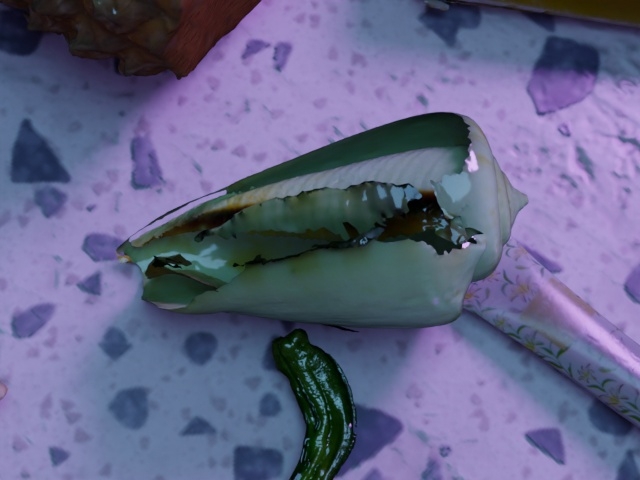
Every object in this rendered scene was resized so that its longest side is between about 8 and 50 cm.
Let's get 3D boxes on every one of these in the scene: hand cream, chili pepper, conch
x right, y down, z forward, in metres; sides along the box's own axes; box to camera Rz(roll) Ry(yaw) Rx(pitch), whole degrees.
[{"bbox_3d":[0.180,0.073,1.018,0.194,0.042,0.067,38,71,9],"label":"hand cream"},{"bbox_3d":[-0.004,0.115,0.981,0.055,0.035,0.118,-1,81,4],"label":"chili pepper"},{"bbox_3d":[0.008,-0.004,0.957,0.250,0.137,0.143,-7,41,-17],"label":"conch"}]

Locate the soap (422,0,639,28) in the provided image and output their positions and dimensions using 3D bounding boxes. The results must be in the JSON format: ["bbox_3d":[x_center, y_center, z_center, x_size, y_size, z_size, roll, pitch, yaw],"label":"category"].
[{"bbox_3d":[0.209,-0.243,1.104,0.274,0.089,0.174,7,70,-8],"label":"soap"}]

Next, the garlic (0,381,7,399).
[{"bbox_3d":[-0.241,0.101,0.944,0.083,0.041,0.053,-41,95,-11],"label":"garlic"}]

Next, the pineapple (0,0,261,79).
[{"bbox_3d":[-0.193,-0.262,1.001,0.357,0.223,0.223,29,69,13],"label":"pineapple"}]
